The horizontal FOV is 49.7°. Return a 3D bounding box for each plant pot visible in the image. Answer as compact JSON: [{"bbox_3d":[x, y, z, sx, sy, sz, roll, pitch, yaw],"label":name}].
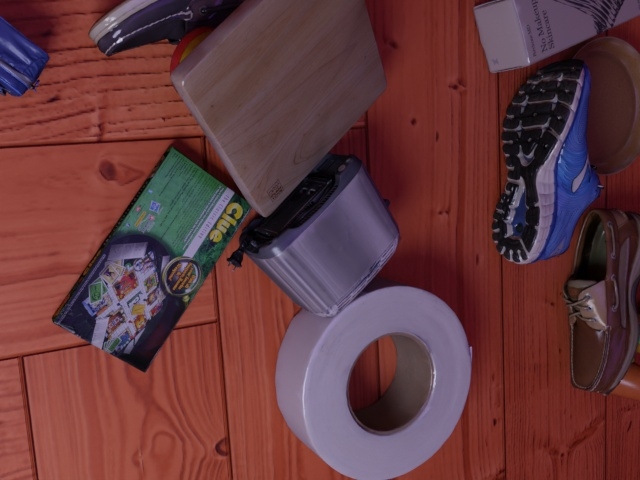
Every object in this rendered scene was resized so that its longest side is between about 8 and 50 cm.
[{"bbox_3d":[0.492,-0.233,1.209,0.236,0.032,0.237,-4,98,-27],"label":"plant pot"}]

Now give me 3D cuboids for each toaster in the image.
[{"bbox_3d":[0.000,0.000,0.932,0.227,0.129,0.146,-47,116,-16],"label":"toaster"}]

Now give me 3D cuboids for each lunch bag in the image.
[{"bbox_3d":[-0.352,-0.200,0.761,0.098,0.067,0.065,39,79,-27],"label":"lunch bag"}]

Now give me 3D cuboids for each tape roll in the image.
[{"bbox_3d":[0.081,0.196,1.012,0.286,0.100,0.286,-3,97,-27],"label":"tape roll"}]

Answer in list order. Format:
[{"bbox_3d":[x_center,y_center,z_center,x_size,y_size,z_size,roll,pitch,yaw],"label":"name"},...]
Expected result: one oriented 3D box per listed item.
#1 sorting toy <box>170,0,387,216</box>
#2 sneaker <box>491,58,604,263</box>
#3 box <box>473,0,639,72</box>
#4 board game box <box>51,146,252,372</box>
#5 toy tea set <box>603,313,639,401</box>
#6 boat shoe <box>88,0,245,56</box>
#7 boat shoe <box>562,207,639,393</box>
[{"bbox_3d":[-0.053,-0.205,0.845,0.257,0.089,0.255,-48,147,-14],"label":"sorting toy"},{"bbox_3d":[0.379,-0.125,1.125,0.147,0.129,0.330,2,104,-33],"label":"sneaker"},{"bbox_3d":[0.384,-0.367,1.102,0.275,0.094,0.113,-28,108,-22],"label":"box"},{"bbox_3d":[-0.209,0.024,0.884,0.136,0.030,0.260,37,79,-24],"label":"board game box"},{"bbox_3d":[0.582,0.126,1.275,0.336,0.124,0.200,-63,146,-11],"label":"toy tea set"},{"bbox_3d":[-0.137,-0.277,0.845,0.285,0.102,0.092,-31,104,-27],"label":"boat shoe"},{"bbox_3d":[0.475,0.097,1.201,0.119,0.122,0.324,16,80,-22],"label":"boat shoe"}]
